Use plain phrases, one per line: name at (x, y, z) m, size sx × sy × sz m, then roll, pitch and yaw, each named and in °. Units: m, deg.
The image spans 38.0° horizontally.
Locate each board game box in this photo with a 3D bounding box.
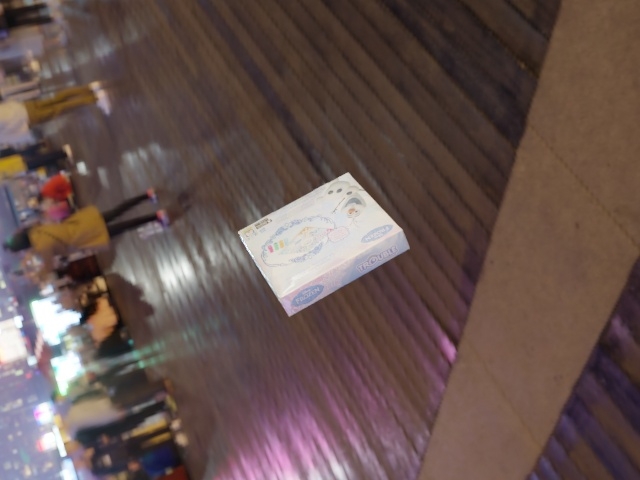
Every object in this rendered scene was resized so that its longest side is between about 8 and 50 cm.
board game box at (0.000, 0.000, 0.622) m, size 0.090 × 0.090 × 0.020 m, roll 53°, pitch 169°, yaw 54°
